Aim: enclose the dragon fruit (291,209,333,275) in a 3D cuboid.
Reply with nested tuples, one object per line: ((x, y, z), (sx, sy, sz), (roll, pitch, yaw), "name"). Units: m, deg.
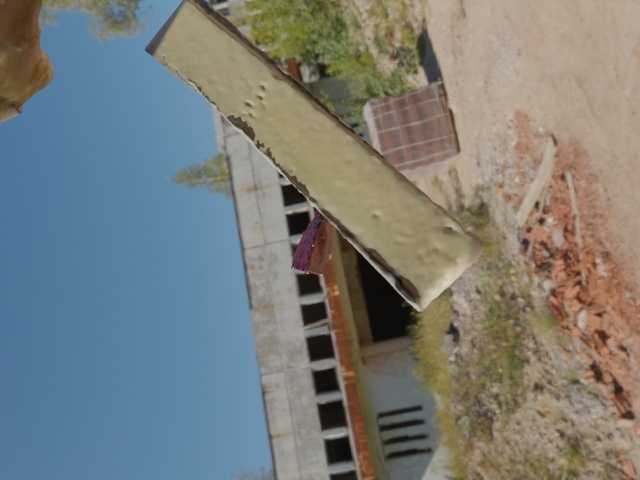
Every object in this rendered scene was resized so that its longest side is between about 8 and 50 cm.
((0.003, 0.002, 1.034), (0.097, 0.063, 0.131), (-159, 87, -73), "dragon fruit")

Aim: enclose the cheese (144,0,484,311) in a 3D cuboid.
((-0.022, -0.099, 0.545), (0.400, 0.085, 0.034), (44, 180, 17), "cheese")

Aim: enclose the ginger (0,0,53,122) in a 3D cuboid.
((-0.244, -0.195, 0.388), (0.086, 0.131, 0.294), (57, 139, 27), "ginger")
